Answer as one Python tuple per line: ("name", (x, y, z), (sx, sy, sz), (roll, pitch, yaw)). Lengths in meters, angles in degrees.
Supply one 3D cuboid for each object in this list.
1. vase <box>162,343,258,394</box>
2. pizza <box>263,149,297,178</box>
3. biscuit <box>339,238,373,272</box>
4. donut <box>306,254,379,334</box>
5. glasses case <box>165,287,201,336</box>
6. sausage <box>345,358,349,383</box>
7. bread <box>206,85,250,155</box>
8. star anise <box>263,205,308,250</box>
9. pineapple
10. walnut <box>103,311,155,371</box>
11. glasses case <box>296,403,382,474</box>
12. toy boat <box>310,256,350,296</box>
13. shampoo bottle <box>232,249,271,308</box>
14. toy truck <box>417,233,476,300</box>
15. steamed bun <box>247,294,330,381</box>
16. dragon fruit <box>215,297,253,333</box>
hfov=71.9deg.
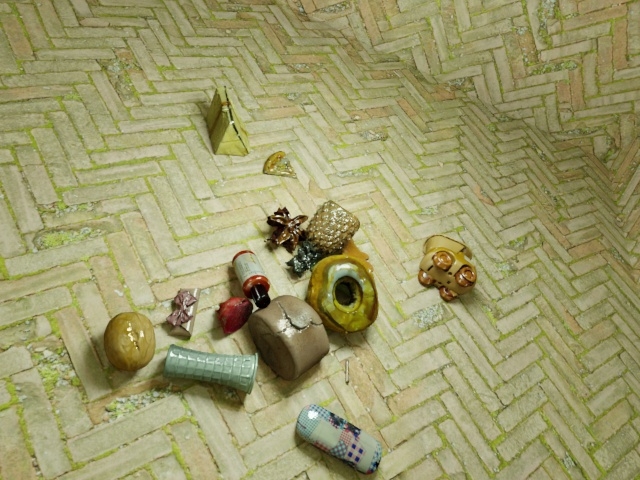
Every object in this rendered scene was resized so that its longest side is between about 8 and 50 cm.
("vase", (-0.374, 0.432, 1.508), (0.299, 0.143, 0.143), (13, 54, -12))
("pizza", (-0.191, -0.356, 2.174), (0.176, 0.036, 0.185), (41, 52, 6))
("biscuit", (0.145, 0.068, 1.978), (0.166, 0.036, 0.250), (-2, 40, -44))
("donut", (0.092, 0.218, 1.778), (0.331, 0.160, 0.329), (1, 83, -5))
("glasses case", (-0.504, 0.249, 1.614), (0.103, 0.070, 0.193), (12, 54, -14))
("sausage", (0.105, 0.512, 1.728), (0.015, 0.015, 0.100), (11, 54, -16))
("bread", (-0.413, -0.565, 2.092), (0.199, 0.236, 0.263), (-5, 61, -25))
("star anise", (-0.153, -0.058, 1.929), (0.220, 0.126, 0.189), (19, 79, -38))
("pineapple", (0.000, 0.000, 1.887), (0.202, 0.202, 0.362), (40, 85, 6))
("walnut", (-0.628, 0.332, 1.455), (0.159, 0.159, 0.206), (-9, 61, -28))
("glasses case", (0.066, 0.697, 1.548), (0.328, 0.076, 0.125), (30, 51, -1))
("toy boat", (0.092, 0.156, 1.919), (0.276, 0.084, 0.111), (34, 54, 0))
("shampoo bottle", (-0.258, 0.152, 1.694), (0.105, 0.104, 0.278), (-4, 34, -25))
("toy truck", (0.595, 0.124, 2.076), (0.288, 0.204, 0.211), (33, 49, 3))
("steamed bun", (-0.109, 0.336, 1.639), (0.252, 0.199, 0.301), (-29, 71, -35))
("dragon fruit", (-0.337, 0.256, 1.648), (0.111, 0.153, 0.153), (32, 49, 23))
